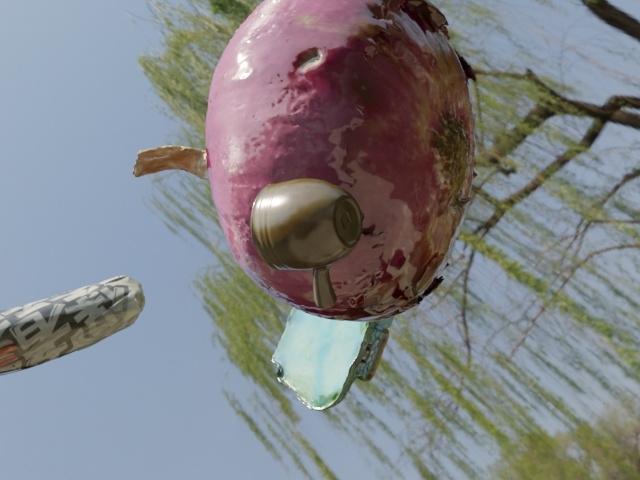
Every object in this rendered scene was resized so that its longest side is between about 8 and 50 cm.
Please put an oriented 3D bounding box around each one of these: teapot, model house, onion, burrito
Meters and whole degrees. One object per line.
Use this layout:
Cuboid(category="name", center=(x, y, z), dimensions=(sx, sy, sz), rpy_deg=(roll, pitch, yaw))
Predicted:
Cuboid(category="teapot", center=(0.000, 0.000, 0.535), dimensions=(0.085, 0.080, 0.110), rpy_deg=(-55, -51, -41))
Cuboid(category="model house", center=(0.067, 0.235, 1.567), dimensions=(0.241, 0.226, 0.261), rpy_deg=(19, -85, -47))
Cuboid(category="onion", center=(0.019, -0.099, 0.770), dimensions=(0.358, 0.345, 0.358), rpy_deg=(-15, -64, -34))
Cuboid(category="burrito", center=(-0.514, 0.164, 1.271), dimensions=(0.445, 0.139, 0.101), rpy_deg=(-17, -56, -37))
